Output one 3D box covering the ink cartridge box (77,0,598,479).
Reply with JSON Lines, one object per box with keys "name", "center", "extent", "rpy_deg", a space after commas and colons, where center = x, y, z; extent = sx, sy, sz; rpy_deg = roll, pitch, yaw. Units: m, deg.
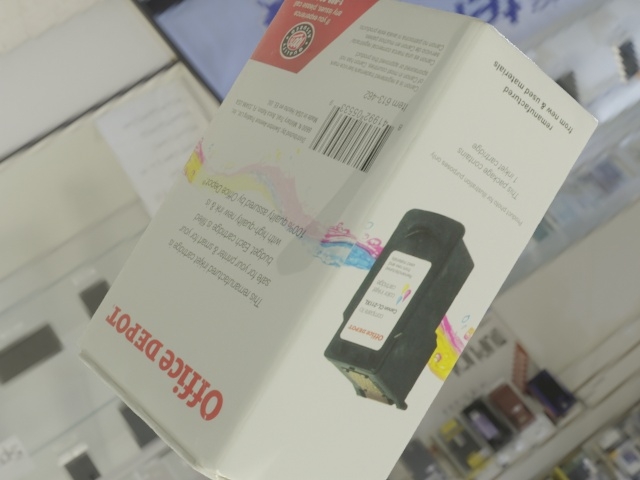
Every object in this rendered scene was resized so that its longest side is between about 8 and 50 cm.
{"name": "ink cartridge box", "center": [0.000, 0.000, 0.469], "extent": [0.072, 0.127, 0.175], "rpy_deg": [32, 88, -36]}
